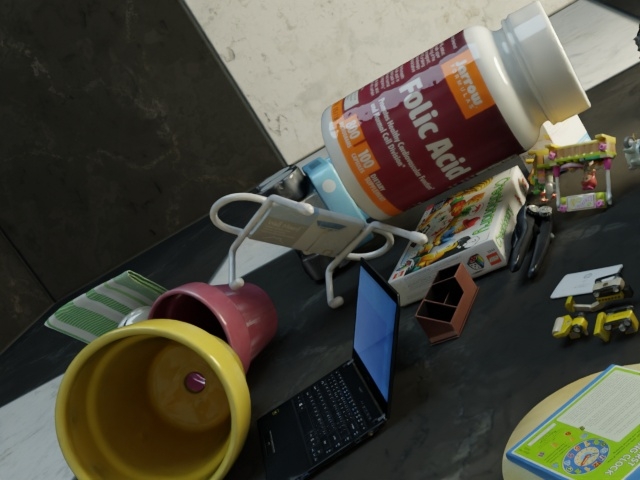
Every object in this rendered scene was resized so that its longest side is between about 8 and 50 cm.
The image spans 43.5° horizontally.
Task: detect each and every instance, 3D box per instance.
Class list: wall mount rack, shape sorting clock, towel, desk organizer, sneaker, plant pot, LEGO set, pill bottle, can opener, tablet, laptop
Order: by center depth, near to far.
[{"bbox_3d":[0.255,0.172,0.682,0.206,0.040,0.206,-27,12,6],"label":"shape sorting clock"},{"bbox_3d":[0.334,0.052,1.009,0.083,0.006,0.054,-16,21,49],"label":"tablet"},{"bbox_3d":[0.002,0.169,1.065,0.264,0.137,0.234,-33,13,-1],"label":"laptop"},{"bbox_3d":[0.180,0.087,1.136,0.047,0.050,0.130,-24,16,33],"label":"desk organizer"},{"bbox_3d":[-0.212,0.229,1.159,0.254,0.254,0.239,-30,-1,9],"label":"plant pot"},{"bbox_3d":[0.310,0.002,1.168,0.059,0.073,0.186,12,30,10],"label":"can opener"},{"bbox_3d":[0.395,-0.092,1.266,0.132,0.107,0.287,0,-6,-24],"label":"LEGO set"},{"bbox_3d":[0.218,-0.209,1.315,0.392,0.224,0.224,-27,14,21],"label":"pill bottle"},{"bbox_3d":[0.000,0.000,1.342,0.304,0.350,0.131,-46,39,48],"label":"wall mount rack"},{"bbox_3d":[-0.178,0.160,1.436,0.201,0.201,0.180,-23,0,36],"label":"plant pot"},{"bbox_3d":[-0.434,0.258,1.805,0.235,0.094,0.153,-47,23,-12],"label":"sneaker"},{"bbox_3d":[-0.478,0.187,1.946,0.324,0.248,0.038,-25,48,31],"label":"towel"}]

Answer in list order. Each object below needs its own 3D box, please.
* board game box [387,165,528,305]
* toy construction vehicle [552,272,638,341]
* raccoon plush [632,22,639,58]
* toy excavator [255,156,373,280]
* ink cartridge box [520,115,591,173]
[{"bbox_3d":[0.240,-0.013,1.353,0.193,0.053,0.305,-26,15,29],"label":"board game box"},{"bbox_3d":[0.314,0.083,0.900,0.098,0.035,0.086,-24,26,41],"label":"toy construction vehicle"},{"bbox_3d":[0.532,-0.132,1.007,0.216,0.299,0.447,-10,54,23],"label":"raccoon plush"},{"bbox_3d":[0.111,-0.124,1.645,0.445,0.222,0.433,-33,11,0],"label":"toy excavator"},{"bbox_3d":[0.407,-0.202,1.454,0.090,0.143,0.092,-39,15,-27],"label":"ink cartridge box"}]
